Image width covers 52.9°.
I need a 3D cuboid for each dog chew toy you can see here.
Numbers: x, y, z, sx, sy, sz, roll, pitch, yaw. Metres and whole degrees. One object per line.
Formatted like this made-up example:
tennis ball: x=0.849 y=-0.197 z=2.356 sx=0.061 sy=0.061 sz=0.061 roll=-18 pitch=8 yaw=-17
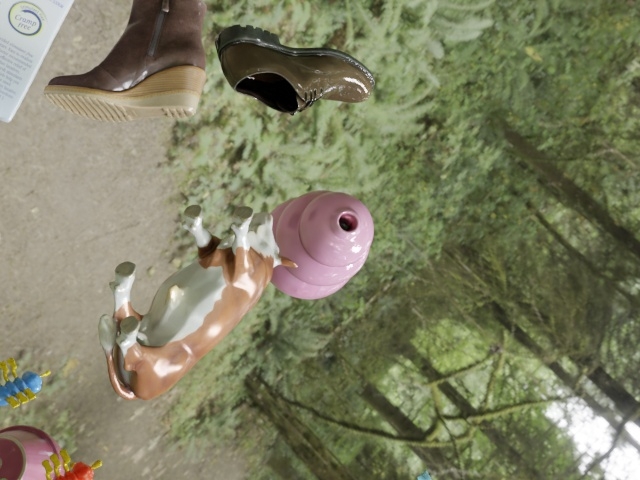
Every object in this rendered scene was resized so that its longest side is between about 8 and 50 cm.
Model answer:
dog chew toy: x=0.000 y=0.000 z=1.199 sx=0.206 sy=0.206 sz=0.332 roll=-41 pitch=-177 yaw=-19

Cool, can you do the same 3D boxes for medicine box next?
medicine box: x=-0.509 y=-0.352 z=0.998 sx=0.149 sy=0.263 sz=0.289 roll=27 pitch=88 yaw=-37

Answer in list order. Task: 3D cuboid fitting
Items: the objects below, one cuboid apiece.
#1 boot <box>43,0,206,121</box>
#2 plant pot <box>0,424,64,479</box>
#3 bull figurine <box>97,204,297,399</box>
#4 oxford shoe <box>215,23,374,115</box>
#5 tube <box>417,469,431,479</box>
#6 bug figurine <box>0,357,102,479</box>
boot: x=-0.309 y=-0.301 z=1.043 sx=0.248 sy=0.206 sz=0.090 roll=1 pitch=165 yaw=-6
plant pot: x=-0.689 y=0.506 z=1.421 sx=0.201 sy=0.201 sz=0.180 roll=-41 pitch=167 yaw=-21
bull figurine: x=-0.142 y=0.057 z=0.789 sx=0.310 sy=0.101 sz=0.188 roll=-52 pitch=153 yaw=-28
oxford shoe: x=-0.024 y=-0.197 z=0.826 sx=0.227 sy=0.096 sz=0.083 roll=2 pitch=154 yaw=-31
tube: x=0.173 y=0.449 z=0.943 sx=0.052 sy=0.207 sz=0.080 roll=-13 pitch=166 yaw=10
bug figurine: x=-0.502 y=0.339 z=1.047 sx=0.216 sy=0.279 sz=0.072 roll=-21 pitch=154 yaw=-41
